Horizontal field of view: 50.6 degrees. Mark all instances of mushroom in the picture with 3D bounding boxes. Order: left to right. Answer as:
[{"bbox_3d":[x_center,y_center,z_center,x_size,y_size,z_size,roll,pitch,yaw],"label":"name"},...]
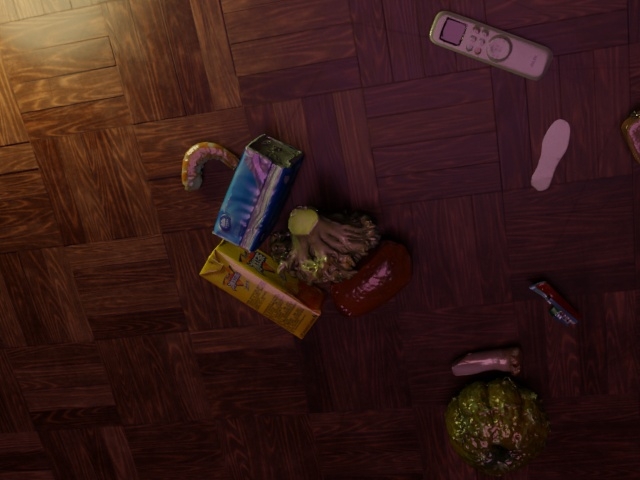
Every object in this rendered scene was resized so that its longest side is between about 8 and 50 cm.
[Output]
[{"bbox_3d":[0.491,0.361,1.995,0.209,0.071,0.084,-9,116,15],"label":"mushroom"}]

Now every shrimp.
[{"bbox_3d":[-0.311,-0.200,1.932,0.166,0.049,0.161,12,111,-4],"label":"shrimp"}]

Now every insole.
[{"bbox_3d":[0.607,-0.223,1.787,0.065,0.004,0.197,14,112,4],"label":"insole"}]

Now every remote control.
[{"bbox_3d":[0.426,-0.489,1.698,0.309,0.038,0.090,22,112,1],"label":"remote control"}]

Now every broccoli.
[{"bbox_3d":[0.000,0.000,1.830,0.288,0.245,0.248,-48,64,4],"label":"broccoli"}]

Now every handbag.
[{"bbox_3d":[0.860,-0.284,1.687,0.193,0.072,0.151,-29,103,20],"label":"handbag"}]

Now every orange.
[{"bbox_3d":[0.523,0.555,1.985,0.301,0.223,0.300,-14,113,13],"label":"orange"}]

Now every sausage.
[{"bbox_3d":[0.144,0.107,1.910,0.268,0.153,0.141,-37,112,20],"label":"sausage"}]

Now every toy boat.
[{"bbox_3d":[0.654,0.176,1.897,0.173,0.069,0.059,41,103,-12],"label":"toy boat"}]

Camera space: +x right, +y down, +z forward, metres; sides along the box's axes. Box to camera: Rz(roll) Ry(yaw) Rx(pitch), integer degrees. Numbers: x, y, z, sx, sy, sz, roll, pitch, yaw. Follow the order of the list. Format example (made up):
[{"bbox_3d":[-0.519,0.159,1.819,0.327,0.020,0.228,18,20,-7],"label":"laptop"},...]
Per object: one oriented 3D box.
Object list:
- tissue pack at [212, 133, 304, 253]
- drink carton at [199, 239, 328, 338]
[{"bbox_3d":[-0.168,-0.133,1.847,0.146,0.198,0.264,27,112,2],"label":"tissue pack"},{"bbox_3d":[-0.161,0.127,1.967,0.351,0.154,0.111,33,112,-4],"label":"drink carton"}]
